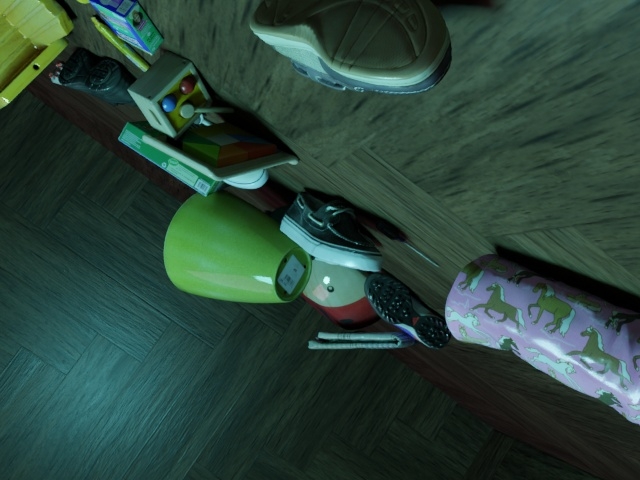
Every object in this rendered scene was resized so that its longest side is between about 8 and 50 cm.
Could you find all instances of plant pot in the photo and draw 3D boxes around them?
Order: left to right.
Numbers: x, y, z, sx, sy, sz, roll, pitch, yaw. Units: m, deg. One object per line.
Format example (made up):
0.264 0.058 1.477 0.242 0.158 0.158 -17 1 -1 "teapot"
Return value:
-0.174 0.041 1.665 0.293 0.275 0.275 19 163 34 "plant pot"

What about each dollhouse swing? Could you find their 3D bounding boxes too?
-0.760 -0.475 1.507 0.347 0.315 0.305 46 176 -30 "dollhouse swing"

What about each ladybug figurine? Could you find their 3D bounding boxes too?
0.058 0.158 2.124 0.305 0.162 0.449 30 169 28 "ladybug figurine"

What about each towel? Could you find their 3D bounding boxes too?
0.166 0.291 2.099 0.324 0.056 0.312 -7 173 33 "towel"

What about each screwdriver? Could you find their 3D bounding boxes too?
0.183 0.007 1.427 0.169 0.025 0.024 29 172 -19 "screwdriver"

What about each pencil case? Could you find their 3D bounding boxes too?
0.374 0.148 1.029 0.167 0.160 0.386 4 -166 -43 "pencil case"

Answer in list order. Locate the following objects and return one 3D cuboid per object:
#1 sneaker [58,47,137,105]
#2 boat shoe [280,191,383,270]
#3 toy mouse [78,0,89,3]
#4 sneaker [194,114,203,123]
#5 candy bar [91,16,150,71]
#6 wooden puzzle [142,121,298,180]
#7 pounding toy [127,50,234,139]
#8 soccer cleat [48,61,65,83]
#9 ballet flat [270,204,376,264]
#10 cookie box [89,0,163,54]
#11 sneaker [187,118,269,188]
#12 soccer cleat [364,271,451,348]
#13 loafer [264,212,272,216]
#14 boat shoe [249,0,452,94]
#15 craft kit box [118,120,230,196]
-0.551 -0.392 1.732 0.286 0.109 0.130 30 175 40 "sneaker"
0.018 -0.030 1.469 0.121 0.119 0.335 10 -169 -38 "boat shoe"
-0.429 -0.456 1.203 0.161 0.031 0.143 38 170 -17 "toy mouse"
-0.321 -0.296 1.509 0.061 0.065 0.158 25 166 45 "sneaker"
-0.410 -0.403 1.440 0.161 0.018 0.040 41 172 -35 "candy bar"
-0.195 -0.187 1.374 0.220 0.044 0.238 28 -151 34 "wooden puzzle"
-0.261 -0.266 1.318 0.100 0.130 0.141 30 161 30 "pounding toy"
-0.742 -0.480 2.055 0.196 0.068 0.076 20 166 47 "soccer cleat"
0.000 0.000 1.724 0.139 0.139 0.400 40 168 -29 "ballet flat"
-0.337 -0.385 1.213 0.091 0.040 0.107 30 170 22 "cookie box"
-0.232 -0.202 1.577 0.258 0.094 0.091 31 171 22 "sneaker"
0.223 0.190 1.907 0.318 0.109 0.116 37 174 -24 "soccer cleat"
-0.126 -0.040 2.089 0.078 0.080 0.220 29 179 -23 "loafer"
0.034 -0.199 0.699 0.285 0.103 0.092 30 175 47 "boat shoe"
-0.332 -0.209 1.707 0.249 0.061 0.246 33 -168 1 "craft kit box"
